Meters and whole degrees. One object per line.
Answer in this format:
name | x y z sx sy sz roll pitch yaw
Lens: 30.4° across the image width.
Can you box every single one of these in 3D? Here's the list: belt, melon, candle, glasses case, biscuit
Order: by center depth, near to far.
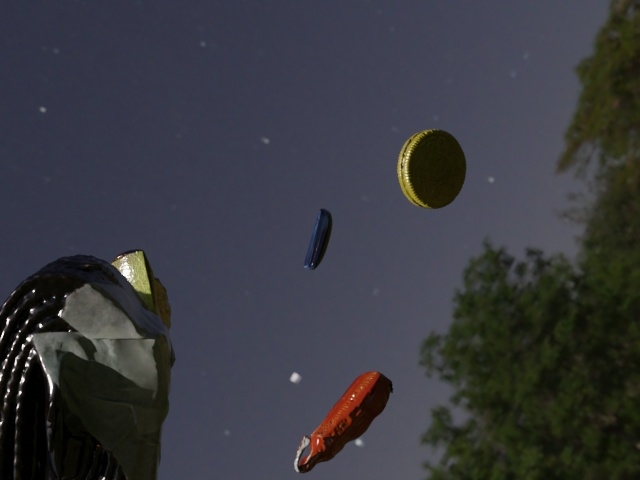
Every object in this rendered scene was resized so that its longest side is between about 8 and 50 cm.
belt | -0.233 0.161 1.087 0.164 0.184 0.289 -127 44 -81
biscuit | 0.116 -0.074 1.226 0.084 0.023 0.084 -2 -87 -35
candle | 0.026 0.209 1.351 0.162 0.053 0.048 -44 -23 -33
glasses case | 0.000 0.000 1.548 0.033 0.023 0.083 -156 80 -78
melon | -0.284 0.090 1.840 0.079 0.128 0.160 -17 -26 -3
